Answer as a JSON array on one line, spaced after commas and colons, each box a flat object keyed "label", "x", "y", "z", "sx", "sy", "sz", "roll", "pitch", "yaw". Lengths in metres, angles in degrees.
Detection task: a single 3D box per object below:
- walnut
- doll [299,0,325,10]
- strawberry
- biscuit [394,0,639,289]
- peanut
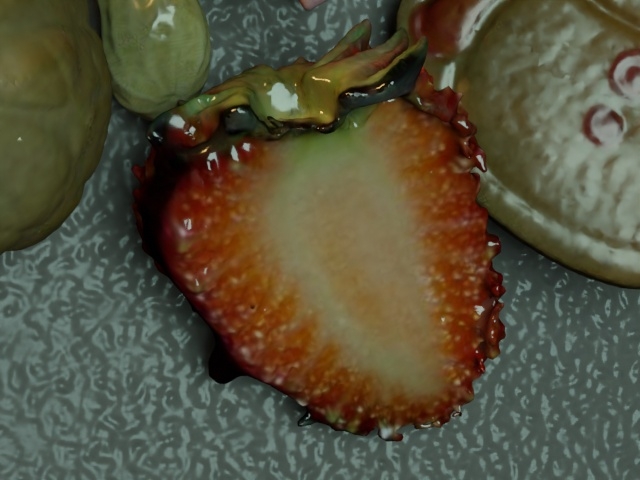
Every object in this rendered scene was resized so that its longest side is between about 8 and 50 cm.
[{"label": "walnut", "x": -0.265, "y": -0.107, "z": 1.132, "sx": 0.296, "sy": 0.285, "sz": 0.285, "roll": 29, "pitch": 80, "yaw": -5}, {"label": "doll", "x": -0.053, "y": -0.249, "z": 1.247, "sx": 0.093, "sy": 0.211, "sz": 0.262, "roll": -32, "pitch": 146, "yaw": 1}, {"label": "strawberry", "x": 0.000, "y": 0.000, "z": 1.320, "sx": 0.233, "sy": 0.138, "sz": 0.306, "roll": -20, "pitch": 127, "yaw": -5}, {"label": "biscuit", "x": 0.238, "y": -0.161, "z": 1.367, "sx": 0.359, "sy": 0.074, "sz": 0.381, "roll": 30, "pitch": 87, "yaw": 2}, {"label": "peanut", "x": -0.119, "y": -0.172, "z": 1.283, "sx": 0.082, "sy": 0.082, "sz": 0.187, "roll": -13, "pitch": 95, "yaw": -20}]
